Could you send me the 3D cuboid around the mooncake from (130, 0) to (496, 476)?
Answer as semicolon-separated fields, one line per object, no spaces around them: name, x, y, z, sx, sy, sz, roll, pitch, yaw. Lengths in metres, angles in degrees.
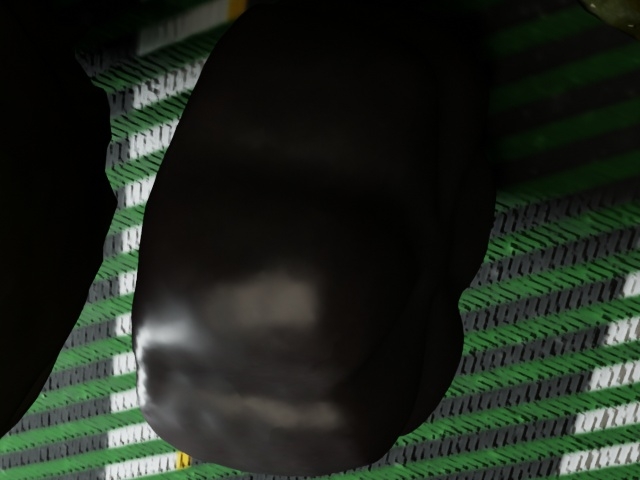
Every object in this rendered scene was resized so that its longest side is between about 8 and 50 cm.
mooncake;0.000;0.000;0.985;0.133;0.245;0.245;10;135;20

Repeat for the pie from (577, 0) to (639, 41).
pie;0.172;-0.226;0.770;0.296;0.078;0.371;40;140;-6

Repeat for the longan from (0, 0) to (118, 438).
longan;-0.296;-0.051;0.991;0.436;0.404;0.404;31;145;38
